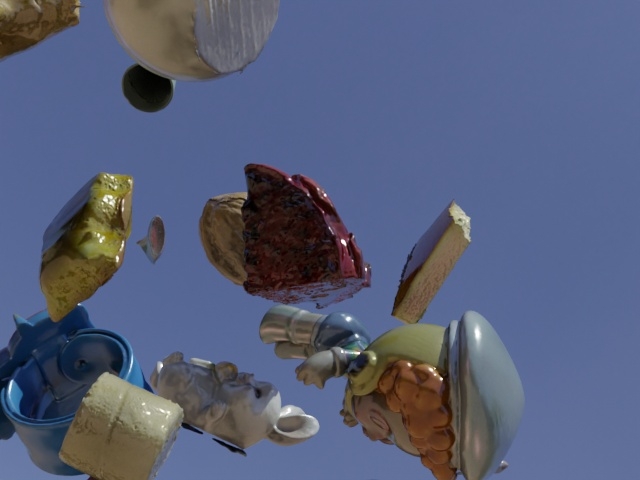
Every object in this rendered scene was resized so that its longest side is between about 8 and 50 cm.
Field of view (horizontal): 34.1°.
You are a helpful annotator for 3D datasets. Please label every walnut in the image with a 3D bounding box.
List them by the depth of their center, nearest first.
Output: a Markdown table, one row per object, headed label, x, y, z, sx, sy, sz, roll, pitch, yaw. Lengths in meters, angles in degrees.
| label | x | y | z | sx | sy | sz | roll | pitch | yaw |
| --- | --- | --- | --- | --- | --- | --- | --- | --- | --- |
| walnut | -0.172 | -0.001 | 2.370 | 0.245 | 0.198 | 0.198 | 49 | -39 | -6 |

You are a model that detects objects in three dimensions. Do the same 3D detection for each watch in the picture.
| label | x | y | z | sx | sy | sz | roll | pitch | yaw |
| --- | --- | --- | --- | --- | --- | --- | --- | --- | --- |
| watch | -0.455 | 0.279 | 1.794 | 0.274 | 0.305 | 0.241 | 31 | -31 | 43 |

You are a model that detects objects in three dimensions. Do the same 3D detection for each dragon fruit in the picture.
| label | x | y | z | sx | sy | sz | roll | pitch | yaw |
| --- | --- | --- | --- | --- | --- | --- | --- | --- | --- |
| dragon fruit | 0.009 | -0.003 | 2.043 | 0.228 | 0.286 | 0.329 | -15 | -24 | 22 |

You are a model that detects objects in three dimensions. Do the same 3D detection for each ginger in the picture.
| label | x | y | z | sx | sy | sz | roll | pitch | yaw |
| --- | --- | --- | --- | --- | --- | --- | --- | --- | --- |
| ginger | -0.520 | -0.287 | 1.393 | 0.375 | 0.166 | 0.236 | -31 | -23 | 16 |

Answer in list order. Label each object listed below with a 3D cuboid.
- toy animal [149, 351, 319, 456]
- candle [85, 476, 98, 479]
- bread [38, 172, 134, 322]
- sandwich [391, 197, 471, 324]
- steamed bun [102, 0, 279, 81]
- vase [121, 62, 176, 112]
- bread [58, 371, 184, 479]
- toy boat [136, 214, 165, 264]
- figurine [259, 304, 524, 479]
| label | x | y | z | sx | sy | sz | roll | pitch | yaw |
| --- | --- | --- | --- | --- | --- | --- | --- | --- | --- |
| toy animal | -0.175 | 0.325 | 2.051 | 0.325 | 0.154 | 0.208 | 26 | -6 | -12 |
| candle | -0.357 | 0.535 | 1.766 | 0.317 | 0.287 | 0.131 | 18 | -8 | -38 |
| bread | -0.348 | -0.004 | 1.535 | 0.161 | 0.233 | 0.088 | -31 | -59 | 22 |
| sandwich | 0.191 | 0.028 | 1.709 | 0.058 | 0.193 | 0.162 | 30 | -46 | -5 |
| steamed bun | -0.241 | -0.424 | 1.747 | 0.309 | 0.309 | 0.309 | 16 | -36 | 12 |
| vase | -0.301 | -0.322 | 1.967 | 0.096 | 0.219 | 0.096 | 2 | -64 | 4 |
| bread | -0.289 | 0.285 | 1.541 | 0.141 | 0.148 | 0.134 | 26 | -50 | 0 |
| toy boat | -0.328 | 0.010 | 2.016 | 0.034 | 0.096 | 0.122 | 5 | -19 | -21 |
| figurine | 0.084 | 0.152 | 1.334 | 0.382 | 0.205 | 0.224 | 26 | -21 | 26 |
